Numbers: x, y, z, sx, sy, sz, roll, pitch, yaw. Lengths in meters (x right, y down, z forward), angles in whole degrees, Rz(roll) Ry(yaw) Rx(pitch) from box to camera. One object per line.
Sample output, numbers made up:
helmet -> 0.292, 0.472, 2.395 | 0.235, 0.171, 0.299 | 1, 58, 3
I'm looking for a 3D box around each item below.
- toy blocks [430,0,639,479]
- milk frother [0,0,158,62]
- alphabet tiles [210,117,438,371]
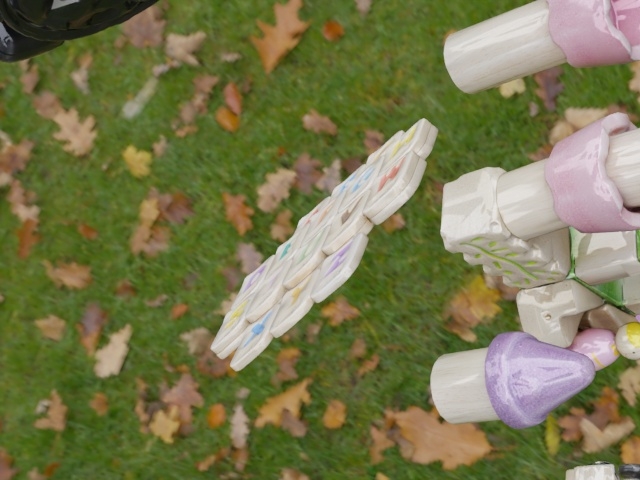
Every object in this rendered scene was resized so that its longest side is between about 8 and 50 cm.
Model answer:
toy blocks -> 0.248, 0.012, 0.713 | 0.260, 0.289, 0.308 | -15, 58, 40
milk frother -> -0.118, -0.111, 0.323 | 0.134, 0.143, 0.129 | 50, 124, 15
alphabet tiles -> 0.000, 0.000, 1.141 | 0.284, 0.021, 0.278 | -42, 12, 32
